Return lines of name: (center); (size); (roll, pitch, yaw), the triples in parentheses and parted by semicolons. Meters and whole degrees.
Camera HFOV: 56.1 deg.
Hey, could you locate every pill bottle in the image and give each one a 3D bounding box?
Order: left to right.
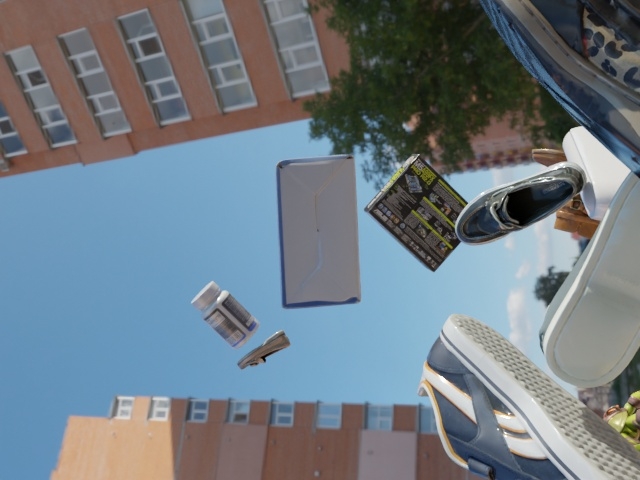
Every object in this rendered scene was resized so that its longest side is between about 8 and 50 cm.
pill bottle: (-0.201, 0.155, 1.264); (0.137, 0.078, 0.078); (46, -145, -9)

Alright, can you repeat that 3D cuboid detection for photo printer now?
photo printer: (0.721, -0.156, 1.386); (0.308, 0.255, 0.107); (-81, -16, -48)

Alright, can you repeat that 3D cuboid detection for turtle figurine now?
turtle figurine: (0.588, 0.351, 1.145); (0.269, 0.087, 0.217); (-51, -13, -7)

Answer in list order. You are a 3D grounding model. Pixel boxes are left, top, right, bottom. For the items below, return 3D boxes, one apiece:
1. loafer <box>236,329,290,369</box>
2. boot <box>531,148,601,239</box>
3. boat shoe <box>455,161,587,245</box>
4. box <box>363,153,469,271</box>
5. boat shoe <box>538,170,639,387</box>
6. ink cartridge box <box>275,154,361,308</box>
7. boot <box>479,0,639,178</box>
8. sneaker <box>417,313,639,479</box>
loafer: (-0.118, 0.237, 1.254); (0.039, 0.125, 0.045); (54, -171, 12)
boot: (0.727, -0.138, 1.763); (0.109, 0.283, 0.220); (-20, -49, -68)
boat shoe: (0.443, -0.080, 1.394); (0.121, 0.335, 0.119); (58, -143, 3)
box: (0.292, -0.076, 1.706); (0.270, 0.216, 0.060); (41, 180, -13)
boat shoe: (0.331, 0.001, 0.620); (0.320, 0.116, 0.099); (-63, -7, 17)
ink cartridge box: (0.000, 0.000, 1.242); (0.395, 0.151, 0.270); (59, -151, -85)
boot: (0.317, -0.216, 0.489); (0.138, 0.284, 0.377); (16, -144, -58)
sneaker: (0.230, 0.222, 0.663); (0.126, 0.321, 0.128); (14, -70, -35)
